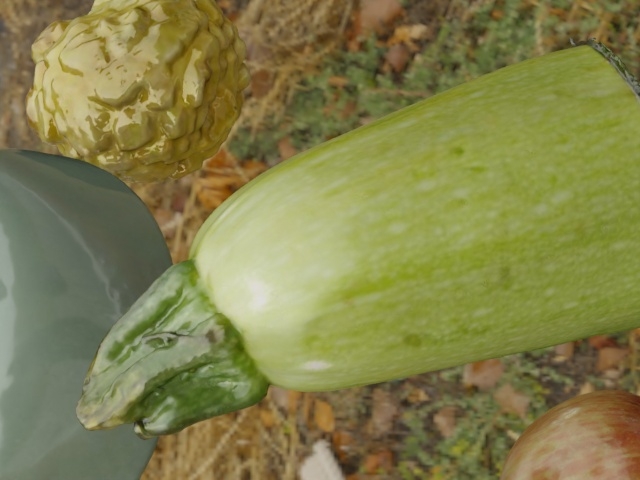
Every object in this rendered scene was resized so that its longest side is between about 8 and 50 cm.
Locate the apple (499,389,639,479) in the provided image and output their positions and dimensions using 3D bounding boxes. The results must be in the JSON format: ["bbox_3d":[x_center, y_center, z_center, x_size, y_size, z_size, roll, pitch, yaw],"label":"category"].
[{"bbox_3d":[0.204,0.184,0.911,0.131,0.146,0.146,-23,64,22],"label":"apple"}]

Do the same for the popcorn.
[{"bbox_3d":[-0.143,-0.126,0.964,0.170,0.180,0.180,136,132,-67],"label":"popcorn"}]

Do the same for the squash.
[{"bbox_3d":[0.036,-0.006,0.491,0.137,0.287,0.137,32,127,55],"label":"squash"}]

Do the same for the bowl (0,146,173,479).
[{"bbox_3d":[-0.238,0.062,0.730,0.289,0.146,0.289,-13,66,30],"label":"bowl"}]
